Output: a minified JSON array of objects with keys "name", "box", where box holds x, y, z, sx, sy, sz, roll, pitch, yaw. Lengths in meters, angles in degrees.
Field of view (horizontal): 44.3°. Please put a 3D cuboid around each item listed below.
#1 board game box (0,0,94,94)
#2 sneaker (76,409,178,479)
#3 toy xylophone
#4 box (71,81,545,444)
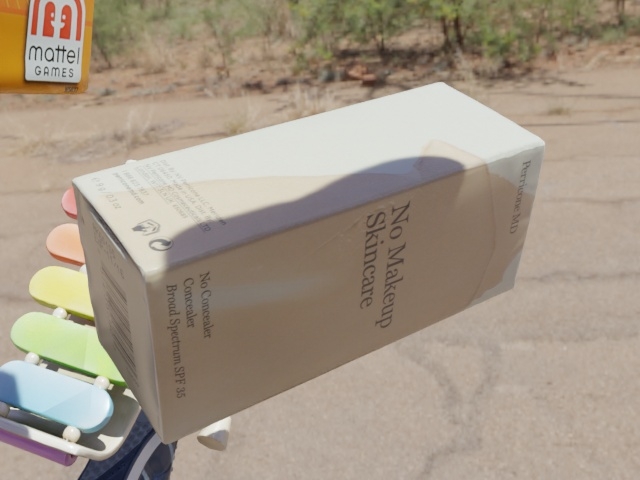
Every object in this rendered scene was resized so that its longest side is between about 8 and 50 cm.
[{"name":"board game box","box":[-0.345,-0.267,0.352,0.356,0.357,0.356,11,12,16]},{"name":"sneaker","box":[-0.190,0.276,0.888,0.086,0.163,0.226,-2,39,27]},{"name":"toy xylophone","box":[-0.171,0.071,0.757,0.236,0.081,0.323,8,56,8]},{"name":"box","box":[0.000,0.000,0.564,0.311,0.148,0.121,-20,41,-27]}]
